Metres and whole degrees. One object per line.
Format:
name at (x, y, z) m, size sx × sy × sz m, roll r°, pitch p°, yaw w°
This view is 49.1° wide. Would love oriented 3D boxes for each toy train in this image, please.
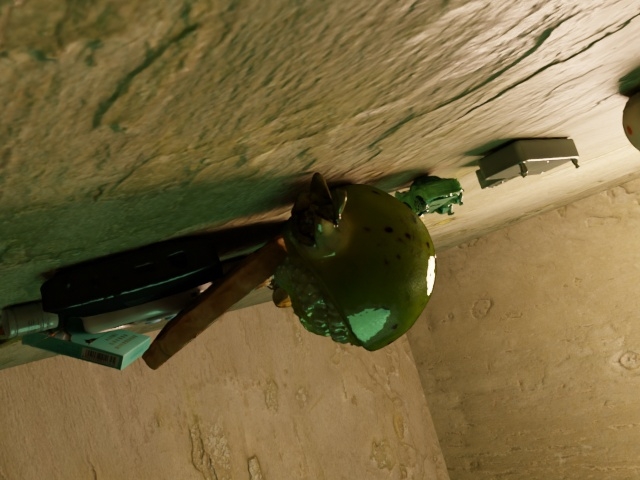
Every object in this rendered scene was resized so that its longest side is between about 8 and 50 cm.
toy train at (0.189, -0.078, 1.242) m, size 0.099 × 0.081 × 0.149 m, roll -14°, pitch 167°, yaw -14°

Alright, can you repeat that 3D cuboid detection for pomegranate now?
pomegranate at (0.045, 0.024, 1.065) m, size 0.260 × 0.260 × 0.341 m, roll -17°, pitch 148°, yaw 8°

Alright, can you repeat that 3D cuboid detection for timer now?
timer at (-0.374, 0.135, 1.535) m, size 0.262 × 0.087 × 0.237 m, roll -18°, pitch 172°, yaw 28°

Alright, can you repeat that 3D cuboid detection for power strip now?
power strip at (0.351, -0.129, 1.247) m, size 0.215 × 0.061 × 0.145 m, roll -9°, pitch 169°, yaw -45°

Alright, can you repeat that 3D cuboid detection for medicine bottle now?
medicine bottle at (-0.561, 0.151, 1.355) m, size 0.091 × 0.058 × 0.058 m, roll -11°, pitch 171°, yaw -38°

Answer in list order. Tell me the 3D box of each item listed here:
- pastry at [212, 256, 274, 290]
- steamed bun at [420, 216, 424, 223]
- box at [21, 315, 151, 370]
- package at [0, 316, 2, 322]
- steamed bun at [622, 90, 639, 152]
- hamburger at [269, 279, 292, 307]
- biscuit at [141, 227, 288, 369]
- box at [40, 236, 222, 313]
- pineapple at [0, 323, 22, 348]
pastry at (-0.179, 0.081, 1.611) m, size 0.153 × 0.081 × 0.153 m, roll -6°, pitch 176°, yaw 0°
steamed bun at (0.103, 0.033, 1.521) m, size 0.273 × 0.166 × 0.232 m, roll -19°, pitch 171°, yaw 19°
box at (-0.513, 0.220, 1.551) m, size 0.229 × 0.041 × 0.162 m, roll 14°, pitch -172°, yaw 6°
package at (-0.615, 0.152, 1.422) m, size 0.110 × 0.015 × 0.037 m, roll -15°, pitch 179°, yaw 5°
steamed bun at (0.559, -0.180, 1.046) m, size 0.228 × 0.131 × 0.177 m, roll -14°, pitch 174°, yaw -36°
hamburger at (-0.047, 0.082, 1.770) m, size 0.189 × 0.122 × 0.215 m, roll -23°, pitch 169°, yaw 3°
biscuit at (-0.168, 0.091, 1.316) m, size 0.385 × 0.062 × 0.365 m, roll -39°, pitch -179°, yaw 24°
box at (-0.319, 0.072, 1.239) m, size 0.290 × 0.073 × 0.289 m, roll -16°, pitch 174°, yaw -8°
pineapple at (-0.725, 0.215, 1.544) m, size 0.221 × 0.047 × 0.221 m, roll -17°, pitch 173°, yaw -2°
